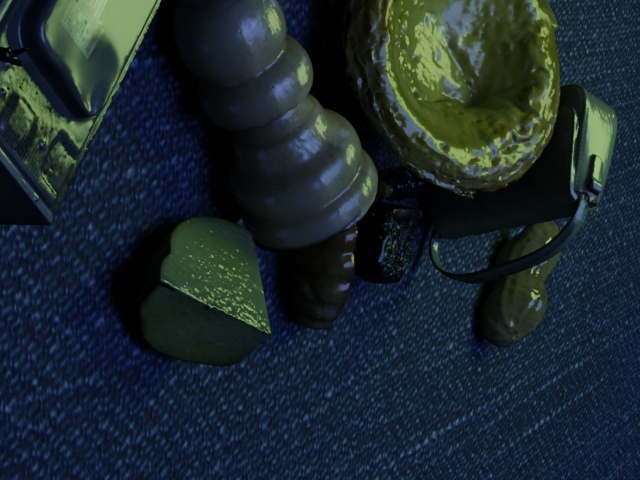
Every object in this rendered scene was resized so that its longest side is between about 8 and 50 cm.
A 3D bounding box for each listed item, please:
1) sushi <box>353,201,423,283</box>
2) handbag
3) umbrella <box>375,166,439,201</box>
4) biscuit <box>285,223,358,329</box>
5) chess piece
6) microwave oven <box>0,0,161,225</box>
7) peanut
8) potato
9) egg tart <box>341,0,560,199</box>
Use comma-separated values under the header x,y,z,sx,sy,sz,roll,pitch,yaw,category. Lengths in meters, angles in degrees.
x,y,z,sx,sy,sz,roll,pitch,yaw,category
0.066,0.003,1.845,0.085,0.056,0.083,-10,110,-62,sushi
0.220,-0.059,1.926,0.079,0.256,0.219,30,63,-34,handbag
0.097,-0.065,1.905,0.144,0.037,0.040,-15,106,-62,umbrella
0.000,0.000,1.704,0.118,0.061,0.183,176,-81,-77,biscuit
-0.051,-0.128,1.537,0.142,0.143,0.261,-60,139,-38,chess piece
-0.223,-0.142,1.149,0.145,0.194,0.240,62,39,-46,microwave oven
0.263,0.053,2.181,0.082,0.082,0.187,54,49,-50,peanut
-0.124,0.035,1.507,0.149,0.081,0.120,29,37,-42,potato
0.128,-0.198,1.804,0.315,0.120,0.314,7,79,-38,egg tart
